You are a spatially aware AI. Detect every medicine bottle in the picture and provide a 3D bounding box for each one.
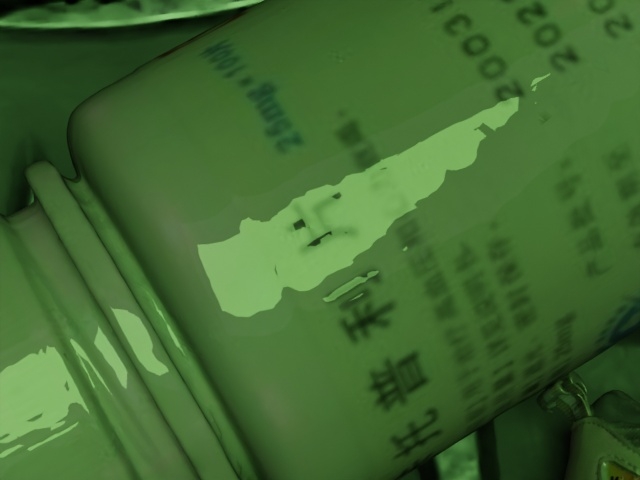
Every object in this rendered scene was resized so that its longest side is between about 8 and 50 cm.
[{"bbox_3d":[0.000,0.000,0.442,0.293,0.170,0.170,-29,84,-10],"label":"medicine bottle"}]

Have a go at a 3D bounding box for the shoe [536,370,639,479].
[{"bbox_3d":[0.166,0.099,0.491,0.180,0.089,0.092,1,68,-8],"label":"shoe"}]
